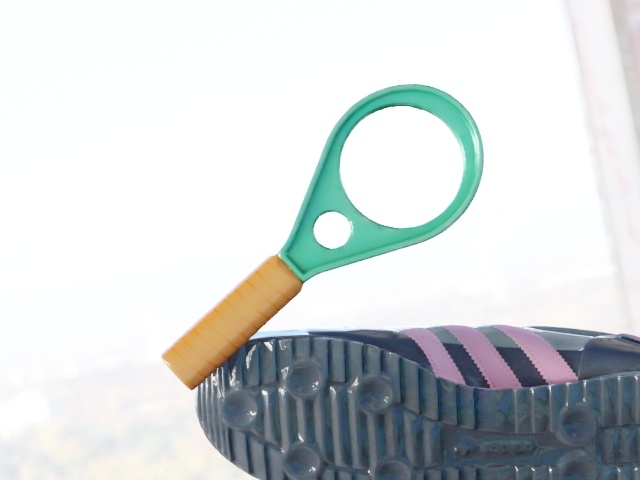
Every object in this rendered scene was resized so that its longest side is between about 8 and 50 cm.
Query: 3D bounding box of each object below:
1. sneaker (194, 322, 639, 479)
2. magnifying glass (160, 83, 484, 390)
[{"bbox_3d":[0.082,0.102,1.206,0.319,0.112,0.131,7,14,-2],"label":"sneaker"},{"bbox_3d":[0.000,0.000,1.134,0.231,0.092,0.026,-42,-1,1],"label":"magnifying glass"}]
